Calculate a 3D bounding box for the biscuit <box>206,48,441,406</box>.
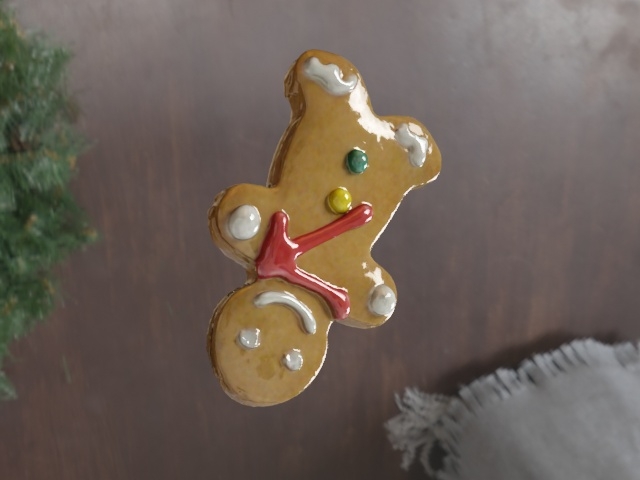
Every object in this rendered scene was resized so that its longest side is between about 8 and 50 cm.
[{"bbox_3d":[0.000,0.000,1.196,0.216,0.047,0.339,35,70,-21],"label":"biscuit"}]
